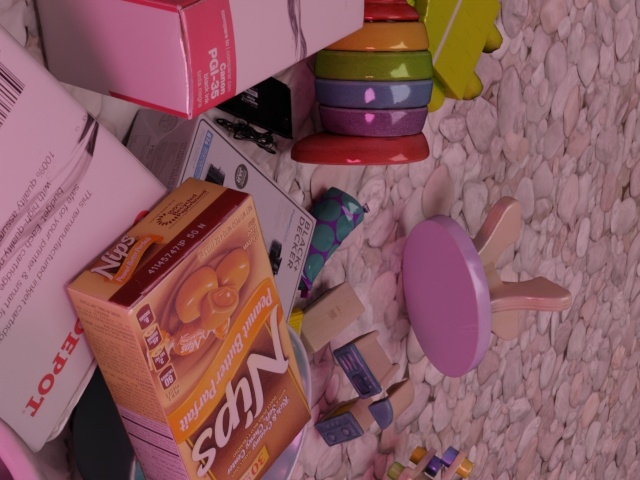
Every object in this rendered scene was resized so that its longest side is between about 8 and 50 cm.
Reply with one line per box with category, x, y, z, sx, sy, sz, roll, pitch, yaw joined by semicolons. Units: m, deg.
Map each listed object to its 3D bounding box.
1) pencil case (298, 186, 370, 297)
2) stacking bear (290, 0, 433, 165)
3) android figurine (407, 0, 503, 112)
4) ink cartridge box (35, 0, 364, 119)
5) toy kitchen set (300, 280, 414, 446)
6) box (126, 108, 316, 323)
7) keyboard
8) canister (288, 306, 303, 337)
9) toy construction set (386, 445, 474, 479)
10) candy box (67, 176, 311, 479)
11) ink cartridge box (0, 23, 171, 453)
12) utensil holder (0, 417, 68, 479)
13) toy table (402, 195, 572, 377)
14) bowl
pencil case;0.000;0.000;1.644;0.151;0.064;0.070;-52;125;-27
stacking bear;0.062;-0.249;1.547;0.175;0.164;0.289;-24;116;-62
android figurine;0.186;-0.316;1.776;0.273;0.056;0.248;34;77;-56
ink cartridge box;-0.115;-0.243;1.244;0.283;0.207;0.117;-34;132;-42
toy kitchen set;0.008;0.194;1.748;0.122;0.166;0.207;-35;95;-43
box;-0.122;-0.013;1.418;0.290;0.087;0.169;44;55;-53
keyboard;-0.099;-0.164;1.472;0.192;0.038;0.100;19;65;-55
canister;-0.083;0.172;1.596;0.126;0.073;0.170;-7;109;-54
toy construction set;0.100;0.464;1.916;0.328;0.151;0.215;-26;149;-38
candy box;-0.119;0.118;1.217;0.183;0.088;0.316;-46;138;-35
ink cartridge box;-0.337;-0.024;1.063;0.285;0.166;0.395;-61;145;-16
utensil holder;-0.318;0.340;1.062;0.327;0.328;0.385;-59;157;-19
toy table;0.244;0.066;1.886;0.161;0.252;0.274;-24;137;-29
bowl;-0.165;0.210;1.415;0.311;0.163;0.311;-28;127;-46
